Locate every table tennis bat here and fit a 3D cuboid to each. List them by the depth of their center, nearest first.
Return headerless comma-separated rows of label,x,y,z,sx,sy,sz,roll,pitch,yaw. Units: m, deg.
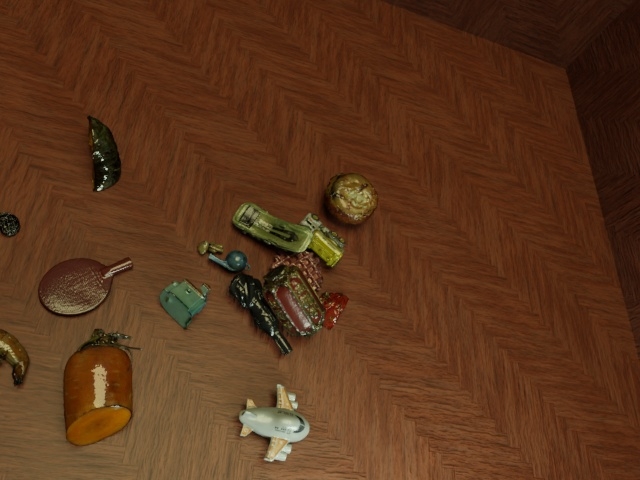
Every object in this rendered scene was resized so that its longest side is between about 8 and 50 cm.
table tennis bat,-0.784,0.136,1.776,0.310,0.038,0.200,-27,76,-31

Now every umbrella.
umbrella,-0.208,0.264,1.901,0.118,0.118,0.340,-29,76,-32

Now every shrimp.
shrimp,-0.993,0.392,1.535,0.222,0.054,0.290,28,48,-6

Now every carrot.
carrot,-0.659,0.413,1.573,0.193,0.214,0.331,17,50,-45

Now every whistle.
whistle,-0.332,0.068,1.972,0.158,0.090,0.090,31,56,-3

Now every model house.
model house,-0.458,0.198,1.840,0.148,0.119,0.149,44,46,7

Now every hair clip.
hair clip,-0.185,-0.037,2.074,0.321,0.091,0.138,24,69,14

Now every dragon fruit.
dragon fruit,0.042,0.247,2.030,0.106,0.083,0.162,33,58,1

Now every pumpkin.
pumpkin,-0.802,-0.342,1.960,0.111,0.163,0.278,-4,66,-23

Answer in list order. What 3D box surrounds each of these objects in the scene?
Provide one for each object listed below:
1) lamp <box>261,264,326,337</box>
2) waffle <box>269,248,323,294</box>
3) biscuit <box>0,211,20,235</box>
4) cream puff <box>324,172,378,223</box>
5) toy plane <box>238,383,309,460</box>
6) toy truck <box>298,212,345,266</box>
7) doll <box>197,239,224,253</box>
lamp,-0.096,0.218,1.904,0.177,0.177,0.274,-44,108,-34
waffle,-0.091,0.127,2.055,0.221,0.055,0.234,17,57,-13
biscuit,-1.062,-0.055,1.775,0.089,0.027,0.087,4,61,-21
cream puff,0.124,-0.175,2.250,0.240,0.164,0.240,5,76,-21
toy plane,-0.150,0.597,1.732,0.245,0.117,0.244,10,58,-16
toy truck,0.000,0.000,2.117,0.227,0.098,0.114,43,36,4
doll,-0.416,0.029,1.992,0.093,0.051,0.061,23,27,-35
